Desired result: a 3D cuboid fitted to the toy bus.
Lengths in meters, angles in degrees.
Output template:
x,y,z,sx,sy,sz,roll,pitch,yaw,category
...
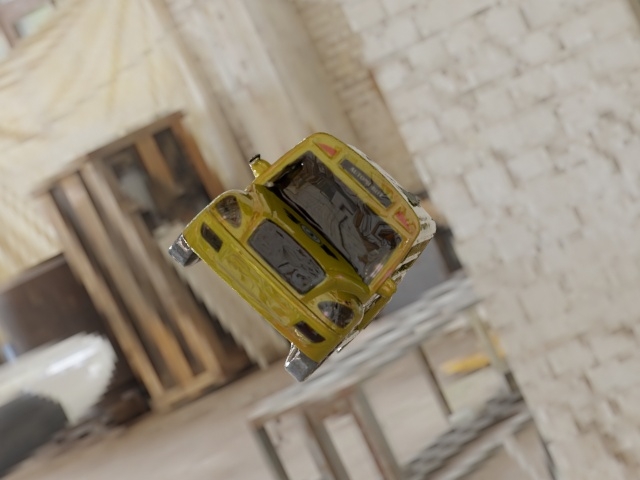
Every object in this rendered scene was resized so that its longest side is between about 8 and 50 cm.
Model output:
x,y,z,sx,sy,sz,roll,pitch,yaw,category
0.000,0.000,1.411,0.151,0.145,0.331,-46,-4,6,toy bus
